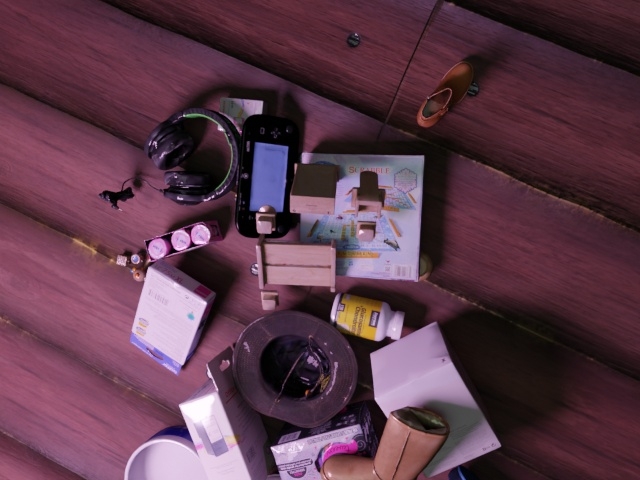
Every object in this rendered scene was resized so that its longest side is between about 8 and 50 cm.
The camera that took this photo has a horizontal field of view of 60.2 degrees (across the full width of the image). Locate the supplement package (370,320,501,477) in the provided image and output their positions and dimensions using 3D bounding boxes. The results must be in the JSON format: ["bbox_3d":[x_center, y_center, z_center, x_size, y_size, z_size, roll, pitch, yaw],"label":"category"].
[{"bbox_3d":[0.273,0.384,1.351,0.199,0.198,0.263,-29,107,11],"label":"supplement package"}]

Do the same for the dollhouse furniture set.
[{"bbox_3d":[0.000,0.000,1.416,0.302,0.174,0.356,3,125,3],"label":"dollhouse furniture set"}]

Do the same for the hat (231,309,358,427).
[{"bbox_3d":[-0.061,0.322,1.475,0.331,0.134,0.332,1,98,7],"label":"hat"}]

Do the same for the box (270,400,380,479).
[{"bbox_3d":[0.019,0.548,1.461,0.247,0.163,0.142,-19,92,12],"label":"box"}]

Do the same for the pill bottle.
[{"bbox_3d":[0.123,0.204,1.445,0.184,0.103,0.103,11,97,10],"label":"pill bottle"}]

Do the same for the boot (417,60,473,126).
[{"bbox_3d":[0.308,-0.358,1.338,0.073,0.152,0.197,35,100,6],"label":"boot"}]

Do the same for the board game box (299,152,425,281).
[{"bbox_3d":[0.106,-0.064,1.437,0.318,0.066,0.318,4,96,13],"label":"board game box"}]

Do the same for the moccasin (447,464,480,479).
[{"bbox_3d":[0.423,0.747,1.419,0.116,0.137,0.342,-36,87,16],"label":"moccasin"}]

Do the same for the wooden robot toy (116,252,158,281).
[{"bbox_3d":[-0.506,0.082,1.564,0.173,0.079,0.076,31,99,6],"label":"wooden robot toy"}]

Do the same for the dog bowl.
[{"bbox_3d":[-0.416,0.677,1.583,0.264,0.104,0.265,1,94,11],"label":"dog bowl"}]

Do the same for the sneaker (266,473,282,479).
[{"bbox_3d":[-0.053,0.742,1.515,0.281,0.115,0.105,26,99,7],"label":"sneaker"}]

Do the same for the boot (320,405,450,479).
[{"bbox_3d":[0.139,0.476,1.258,0.236,0.089,0.270,13,124,-2],"label":"boot"}]

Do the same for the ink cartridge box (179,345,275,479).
[{"bbox_3d":[-0.255,0.485,1.485,0.119,0.207,0.354,-21,90,10],"label":"ink cartridge box"}]

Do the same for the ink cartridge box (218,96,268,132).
[{"bbox_3d":[-0.210,-0.333,1.488,0.122,0.052,0.089,7,96,11],"label":"ink cartridge box"}]

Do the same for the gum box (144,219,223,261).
[{"bbox_3d":[-0.368,-0.002,1.517,0.188,0.107,0.062,-17,91,11],"label":"gum box"}]

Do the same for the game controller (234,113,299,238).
[{"bbox_3d":[-0.141,-0.164,1.446,0.067,0.166,0.320,11,98,47],"label":"game controller"}]

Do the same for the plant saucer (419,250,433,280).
[{"bbox_3d":[0.254,0.067,1.454,0.083,0.015,0.084,1,94,10],"label":"plant saucer"}]

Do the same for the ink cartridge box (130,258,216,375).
[{"bbox_3d":[-0.416,0.217,1.529,0.185,0.065,0.311,31,122,7],"label":"ink cartridge box"}]

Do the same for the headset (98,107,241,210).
[{"bbox_3d":[-0.393,-0.195,1.465,0.394,0.185,0.244,-23,90,21],"label":"headset"}]

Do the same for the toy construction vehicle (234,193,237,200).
[{"bbox_3d":[-0.190,-0.108,1.511,0.098,0.035,0.086,-39,87,11],"label":"toy construction vehicle"}]
